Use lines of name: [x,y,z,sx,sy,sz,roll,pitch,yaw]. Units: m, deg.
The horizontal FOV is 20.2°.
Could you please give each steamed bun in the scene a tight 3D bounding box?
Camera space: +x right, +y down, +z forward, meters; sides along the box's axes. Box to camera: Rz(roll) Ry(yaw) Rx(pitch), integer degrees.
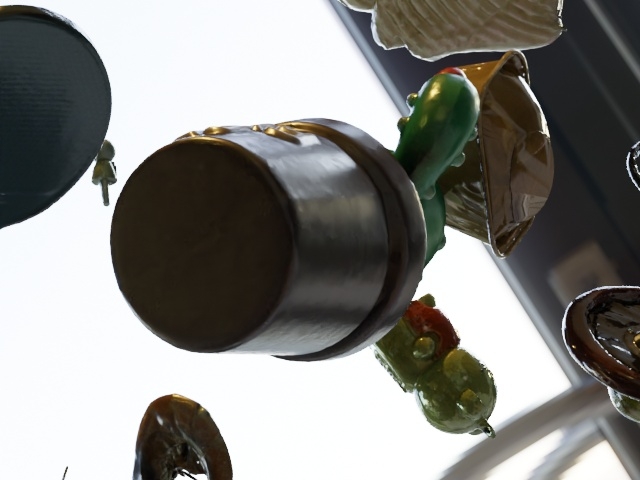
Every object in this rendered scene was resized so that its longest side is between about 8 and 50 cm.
steamed bun: [0.126,-0.341,1.915,0.275,0.206,0.320,-18,-44,11]

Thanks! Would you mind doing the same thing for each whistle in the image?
whistle: [0.127,0.138,2.263,0.106,0.288,0.131,-37,-18,-6]
whistle: [-0.284,-0.092,2.362,0.035,0.100,0.035,-6,-21,-2]

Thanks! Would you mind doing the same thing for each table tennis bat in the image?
table tennis bat: [-0.305,-0.072,1.655,0.215,0.044,0.329,-2,-52,-31]

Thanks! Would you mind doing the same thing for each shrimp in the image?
shrimp: [-0.177,0.299,2.172,0.052,0.143,0.251,-27,-39,-47]

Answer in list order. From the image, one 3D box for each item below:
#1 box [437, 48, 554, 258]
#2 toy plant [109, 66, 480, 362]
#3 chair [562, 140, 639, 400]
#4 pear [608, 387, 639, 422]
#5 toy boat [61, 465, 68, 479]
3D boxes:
box: [0.149,-0.075,1.546,0.111,0.111,0.177,-24,-54,-21]
toy plant: [0.006,-0.012,1.379,0.400,0.185,0.279,-4,-61,-66]
chair: [0.402,0.023,1.914,0.226,0.226,0.401,-16,-48,-42]
pear: [0.539,0.180,2.579,0.292,0.159,0.292,-14,25,7]
toy boat: [-0.316,0.319,2.124,0.091,0.110,0.175,34,-18,-34]
